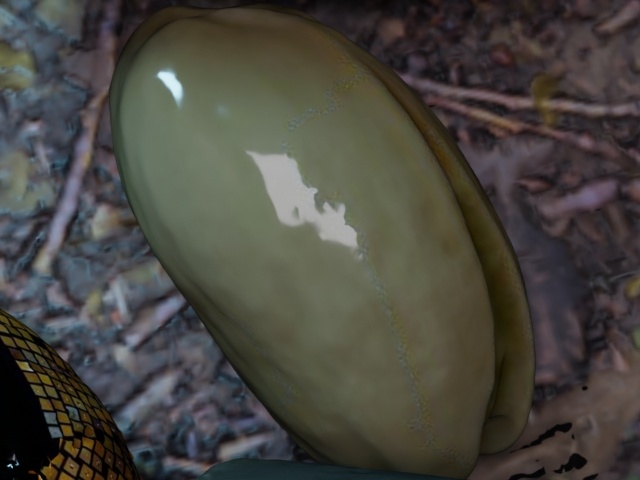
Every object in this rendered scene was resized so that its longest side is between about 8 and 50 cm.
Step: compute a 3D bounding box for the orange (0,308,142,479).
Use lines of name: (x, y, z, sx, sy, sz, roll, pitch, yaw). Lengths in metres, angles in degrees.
orange: (-0.180, 0.122, 0.529, 0.234, 0.182, 0.234, -3, 76, 12)

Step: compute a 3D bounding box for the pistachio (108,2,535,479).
pistachio: (0.000, 0.000, 0.568, 0.136, 0.136, 0.226, -35, 89, -3)

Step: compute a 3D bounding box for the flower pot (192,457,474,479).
flower pot: (0.010, 0.179, 0.494, 0.166, 0.269, 0.269, 20, 82, 27)
